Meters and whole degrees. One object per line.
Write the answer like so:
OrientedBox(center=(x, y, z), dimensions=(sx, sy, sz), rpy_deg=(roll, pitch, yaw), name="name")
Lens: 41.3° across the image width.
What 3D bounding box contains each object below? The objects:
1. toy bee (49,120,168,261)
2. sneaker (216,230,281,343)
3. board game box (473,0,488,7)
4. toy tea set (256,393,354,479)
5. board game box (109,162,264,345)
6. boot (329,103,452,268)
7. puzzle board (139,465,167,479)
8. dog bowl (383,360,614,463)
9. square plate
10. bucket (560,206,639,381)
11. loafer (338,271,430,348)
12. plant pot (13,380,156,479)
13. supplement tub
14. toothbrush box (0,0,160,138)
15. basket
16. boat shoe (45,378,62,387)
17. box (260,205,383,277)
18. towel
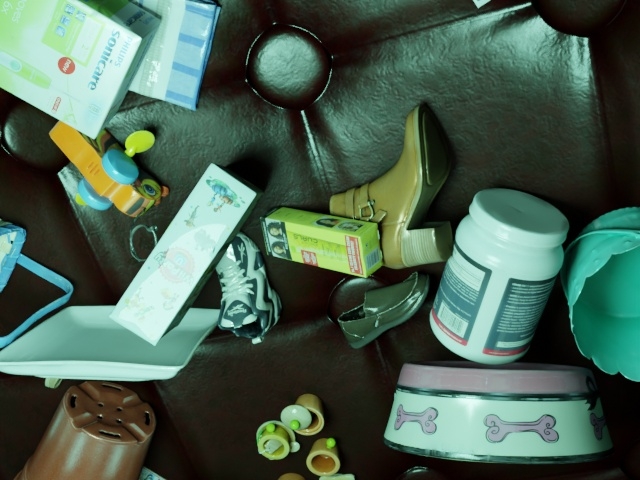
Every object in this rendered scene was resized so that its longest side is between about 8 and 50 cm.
OrientedBox(center=(-0.365, -0.100, 1.558), dimensions=(0.195, 0.162, 0.299), rpy_deg=(-18, 89, 25), name="toy bee")
OrientedBox(center=(-0.156, 0.094, 1.611), dimensions=(0.094, 0.153, 0.235), rpy_deg=(-15, 114, 14), name="sneaker")
OrientedBox(center=(0.317, -0.522, 1.282), dimensions=(0.305, 0.053, 0.193), rpy_deg=(-31, 110, 21), name="board game box")
OrientedBox(center=(-0.043, 0.490, 1.819), dimensions=(0.199, 0.124, 0.336), rpy_deg=(-11, 116, 13), name="toy tea set")
OrientedBox(center=(-0.223, 0.018, 1.477), dimensions=(0.097, 0.224, 0.303), rpy_deg=(33, 92, -1), name="board game box")
OrientedBox(center=(0.119, -0.090, 1.518), dimensions=(0.220, 0.109, 0.284), rpy_deg=(-2, 100, 37), name="boot")
OrientedBox(center=(-0.419, 0.581, 1.981), dimensions=(0.096, 0.011, 0.128), rpy_deg=(35, 116, -11), name="puzzle board")
OrientedBox(center=(0.317, 0.299, 1.540), dimensions=(0.407, 0.408, 0.151), rpy_deg=(1, 84, 7), name="dog bowl")
OrientedBox(center=(-0.376, 0.190, 1.583), dimensions=(0.347, 0.344, 0.049), rpy_deg=(1, 101, 7), name="square plate")
OrientedBox(center=(0.562, 0.085, 1.495), dimensions=(0.281, 0.183, 0.281), rpy_deg=(3, 117, 6), name="bucket")
OrientedBox(center=(0.118, 0.127, 1.632), dimensions=(0.078, 0.080, 0.220), rpy_deg=(43, 115, -15), name="loafer")
OrientedBox(center=(-0.485, 0.461, 1.800), dimensions=(0.272, 0.272, 0.265), rpy_deg=(24, 110, -5), name="plant pot")
OrientedBox(center=(0.316, 0.065, 1.511), dimensions=(0.191, 0.191, 0.272), rpy_deg=(14, 119, 0), name="supplement tub")
OrientedBox(center=(-0.443, -0.337, 1.403), dimensions=(0.283, 0.122, 0.206), rpy_deg=(30, 118, -10), name="toothbrush box")
OrientedBox(center=(-0.649, 0.072, 1.609), dimensions=(0.288, 0.255, 0.201), rpy_deg=(35, 114, 2), name="basket")
OrientedBox(center=(-0.527, 0.259, 1.797), dimensions=(0.059, 0.063, 0.170), rpy_deg=(34, 116, -4), name="boat shoe")
OrientedBox(center=(0.000, 0.000, 1.534), dimensions=(0.232, 0.058, 0.087), rpy_deg=(12, 123, 36), name="box")
OrientedBox(center=(-0.330, -0.357, 1.466), dimensions=(0.284, 0.034, 0.209), rpy_deg=(18, 119, -2), name="towel")
